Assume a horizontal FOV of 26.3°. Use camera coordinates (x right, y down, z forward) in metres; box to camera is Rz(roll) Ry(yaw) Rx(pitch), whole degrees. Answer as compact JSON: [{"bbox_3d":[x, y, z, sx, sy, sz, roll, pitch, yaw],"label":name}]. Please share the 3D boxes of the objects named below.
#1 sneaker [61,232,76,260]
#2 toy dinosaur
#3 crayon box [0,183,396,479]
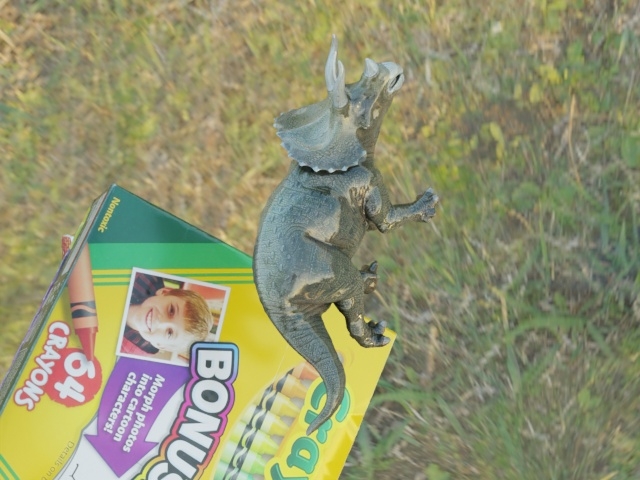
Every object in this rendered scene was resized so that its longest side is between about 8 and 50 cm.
[{"bbox_3d":[-0.288,0.044,1.686,0.067,0.175,0.064,-7,68,-20],"label":"sneaker"},{"bbox_3d":[0.000,0.000,1.160,0.121,0.160,0.313,16,85,57],"label":"toy dinosaur"},{"bbox_3d":[-0.141,0.182,1.275,0.313,0.106,0.363,28,73,-15],"label":"crayon box"}]
